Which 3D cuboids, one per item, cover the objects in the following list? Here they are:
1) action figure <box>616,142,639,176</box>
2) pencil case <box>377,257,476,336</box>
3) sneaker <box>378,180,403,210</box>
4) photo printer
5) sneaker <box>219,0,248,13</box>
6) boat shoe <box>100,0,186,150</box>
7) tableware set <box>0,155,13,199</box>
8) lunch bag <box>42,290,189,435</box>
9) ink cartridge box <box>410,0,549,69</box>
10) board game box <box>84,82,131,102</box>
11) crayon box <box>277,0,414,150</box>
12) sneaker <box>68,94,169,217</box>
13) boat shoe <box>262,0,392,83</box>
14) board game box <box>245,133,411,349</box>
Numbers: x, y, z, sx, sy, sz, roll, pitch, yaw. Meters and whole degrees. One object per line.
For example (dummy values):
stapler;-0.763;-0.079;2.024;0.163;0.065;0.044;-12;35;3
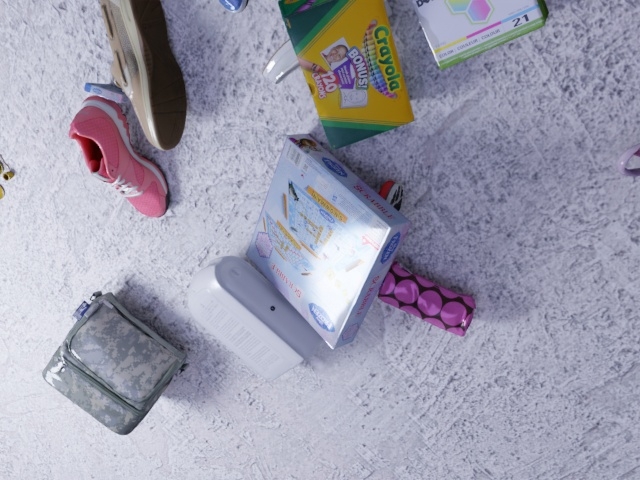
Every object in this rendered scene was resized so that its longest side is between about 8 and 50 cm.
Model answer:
action figure;0.614;-0.292;1.053;0.276;0.248;0.369;9;114;67
pencil case;0.225;0.119;1.441;0.209;0.095;0.098;24;106;6
sneaker;0.069;-0.021;1.421;0.118;0.107;0.279;38;121;10
photo printer;-0.166;0.175;1.573;0.307;0.107;0.256;41;146;-2
sneaker;-0.205;-0.522;1.273;0.080;0.081;0.211;-18;110;27
boat shoe;-0.367;-0.354;1.412;0.110;0.122;0.340;-1;106;27
tableware set;-0.847;-0.152;1.756;0.154;0.024;0.104;-19;108;28
lunch bag;-0.521;0.305;1.771;0.305;0.212;0.256;39;107;-2
ink cartridge box;0.239;-0.444;1.131;0.189;0.097;0.255;-19;109;29
board game box;-0.443;-0.316;1.469;0.090;0.090;0.020;19;105;11
crayon box;0.051;-0.311;1.202;0.166;0.081;0.278;-20;131;5
sneaker;-0.455;-0.156;1.513;0.116;0.136;0.313;-10;126;26
boat shoe;0.010;-0.362;1.263;0.277;0.098;0.096;-32;100;30
board game box;0.000;0.000;1.396;0.319;0.066;0.317;45;129;30
